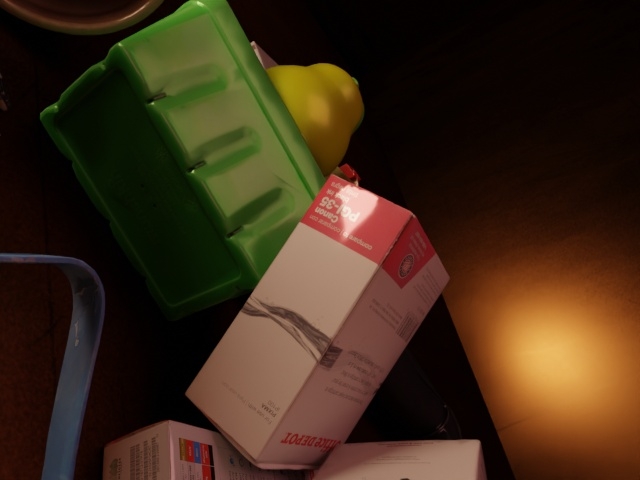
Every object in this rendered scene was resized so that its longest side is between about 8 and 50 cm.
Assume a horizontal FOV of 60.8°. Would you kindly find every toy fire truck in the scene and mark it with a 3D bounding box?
[{"bbox_3d":[0.057,-0.084,1.398,0.047,0.135,0.192,23,44,-64],"label":"toy fire truck"}]

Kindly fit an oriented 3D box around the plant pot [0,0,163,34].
[{"bbox_3d":[-0.316,-0.418,0.686,0.263,0.263,0.229,49,6,-39],"label":"plant pot"}]

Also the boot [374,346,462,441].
[{"bbox_3d":[0.171,0.338,1.098,0.445,0.146,0.367,60,8,-24],"label":"boot"}]

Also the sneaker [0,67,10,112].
[{"bbox_3d":[-0.367,-0.187,0.428,0.283,0.124,0.107,88,-23,-70],"label":"sneaker"}]

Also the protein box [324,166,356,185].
[{"bbox_3d":[0.000,0.000,0.927,0.136,0.201,0.200,52,2,-32],"label":"protein box"}]

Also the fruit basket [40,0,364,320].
[{"bbox_3d":[-0.106,-0.122,0.739,0.392,0.283,0.392,33,45,-41],"label":"fruit basket"}]

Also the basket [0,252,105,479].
[{"bbox_3d":[-0.198,0.136,0.206,0.255,0.201,0.289,22,75,-65],"label":"basket"}]

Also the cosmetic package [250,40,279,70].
[{"bbox_3d":[-0.129,-0.332,1.241,0.238,0.127,0.107,15,50,-65],"label":"cosmetic package"}]

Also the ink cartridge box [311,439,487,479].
[{"bbox_3d":[0.071,0.310,0.496,0.232,0.168,0.171,-11,92,-71],"label":"ink cartridge box"}]

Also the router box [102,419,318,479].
[{"bbox_3d":[-0.064,0.368,0.507,0.301,0.082,0.335,42,27,-49],"label":"router box"}]

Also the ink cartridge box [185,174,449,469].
[{"bbox_3d":[0.011,0.102,0.621,0.117,0.283,0.207,30,-8,30],"label":"ink cartridge box"}]
